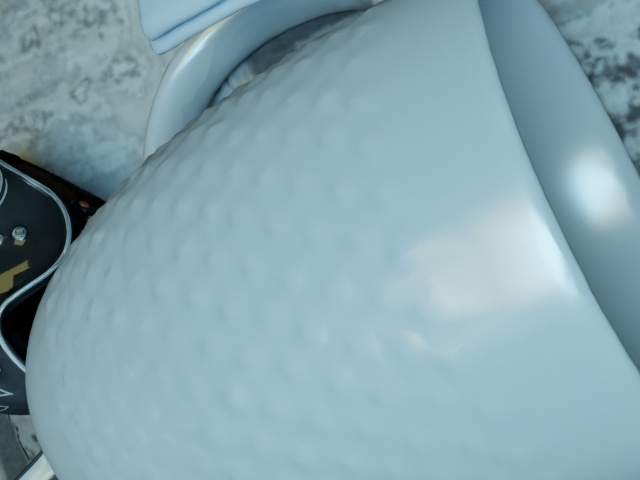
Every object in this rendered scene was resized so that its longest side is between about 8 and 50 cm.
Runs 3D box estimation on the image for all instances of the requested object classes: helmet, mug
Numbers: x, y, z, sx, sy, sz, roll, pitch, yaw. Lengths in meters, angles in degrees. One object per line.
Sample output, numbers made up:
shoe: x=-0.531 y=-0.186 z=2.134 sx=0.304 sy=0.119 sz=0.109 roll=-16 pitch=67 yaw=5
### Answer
helmet: x=-0.212 y=0.035 z=0.687 sx=0.169 sy=0.169 sz=0.161 roll=29 pitch=91 yaw=11
mug: x=0.000 y=0.000 z=0.575 sx=0.328 sy=0.276 sz=0.374 roll=-26 pitch=61 yaw=25

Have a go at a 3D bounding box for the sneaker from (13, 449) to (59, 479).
sneaker: x=-0.157 y=0.224 z=0.745 sx=0.163 sy=0.086 sz=0.226 roll=44 pitch=109 yaw=9

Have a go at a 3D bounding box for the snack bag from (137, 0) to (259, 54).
snack bag: x=-0.012 y=-0.316 z=0.522 sx=0.323 sy=0.037 sz=0.342 roll=-23 pitch=75 yaw=29
